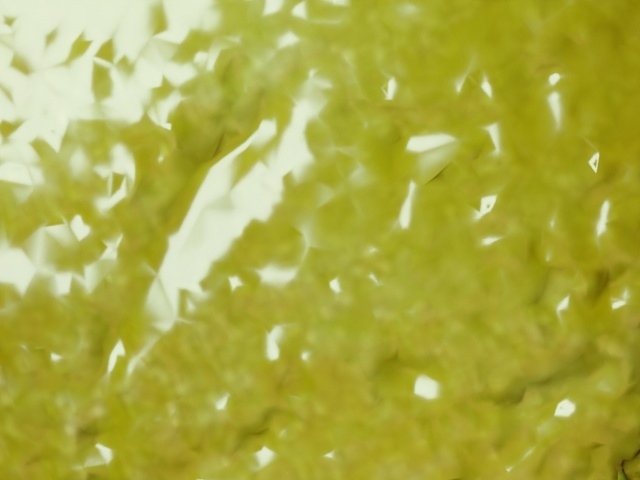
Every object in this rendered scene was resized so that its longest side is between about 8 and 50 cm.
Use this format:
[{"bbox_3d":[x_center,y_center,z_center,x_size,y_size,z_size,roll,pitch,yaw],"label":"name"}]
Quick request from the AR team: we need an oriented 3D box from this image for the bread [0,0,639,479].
[{"bbox_3d":[0.002,0.000,0.461,0.240,0.139,0.240,0,94,3],"label":"bread"}]
